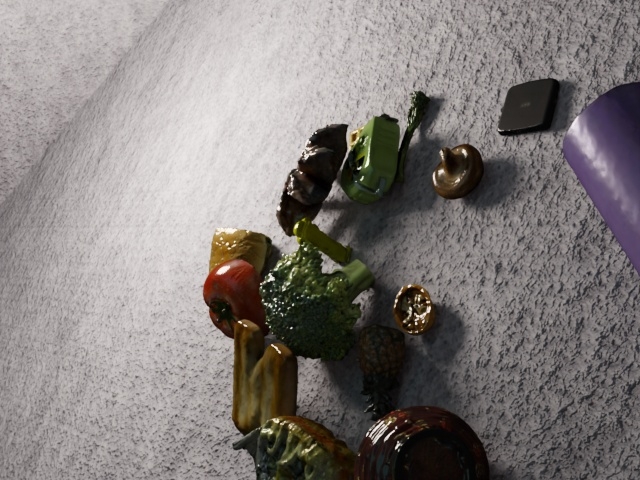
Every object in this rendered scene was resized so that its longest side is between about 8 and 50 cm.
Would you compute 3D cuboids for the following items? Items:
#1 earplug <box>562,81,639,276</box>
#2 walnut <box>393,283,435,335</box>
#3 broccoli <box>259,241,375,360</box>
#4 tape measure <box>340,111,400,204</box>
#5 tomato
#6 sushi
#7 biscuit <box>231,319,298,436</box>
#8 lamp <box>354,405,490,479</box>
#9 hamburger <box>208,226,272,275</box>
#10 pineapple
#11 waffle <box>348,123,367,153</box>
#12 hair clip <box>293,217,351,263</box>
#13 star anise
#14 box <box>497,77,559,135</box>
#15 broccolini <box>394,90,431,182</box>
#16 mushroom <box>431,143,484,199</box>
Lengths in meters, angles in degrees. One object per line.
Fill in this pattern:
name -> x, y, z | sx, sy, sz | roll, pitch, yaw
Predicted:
earplug -> 0.569, -0.032, 1.299 | 0.215, 0.215, 0.456 | -37, 47, 27
walnut -> 0.204, 0.150, 1.703 | 0.091, 0.052, 0.121 | -36, 46, 25
broccoli -> -0.017, 0.134, 1.811 | 0.260, 0.235, 0.288 | -54, 52, 10
tape measure -> 0.122, -0.174, 1.952 | 0.175, 0.106, 0.200 | -39, 41, 54
tomato -> -0.215, 0.161, 2.051 | 0.225, 0.085, 0.225 | 17, 117, 36
sushi -> -0.043, 0.468, 1.684 | 0.274, 0.139, 0.184 | 32, 99, 41
biscuit -> -0.128, 0.343, 1.851 | 0.237, 0.062, 0.291 | 25, 119, 52
lamp -> 0.177, 0.410, 1.440 | 0.247, 0.247, 0.247 | -27, 49, 35
hamburger -> -0.221, 0.069, 2.163 | 0.155, 0.135, 0.208 | 8, 75, 51
pineapple -> 0.124, 0.274, 1.688 | 0.108, 0.108, 0.198 | -9, 74, 45
waffle -> 0.120, -0.208, 2.047 | 0.125, 0.032, 0.191 | -21, 55, 35
hair clip -> 0.000, 0.000, 1.926 | 0.046, 0.173, 0.072 | -12, 60, 43
star anise -> -0.023, -0.153, 2.011 | 0.332, 0.117, 0.332 | 24, -90, -89
box -> 0.442, -0.283, 1.737 | 0.126, 0.027, 0.125 | -2, 63, 49
broccolini -> 0.215, -0.250, 1.956 | 0.051, 0.054, 0.239 | 106, 179, -75
mushroom -> 0.296, -0.148, 1.766 | 0.126, 0.085, 0.109 | -44, 76, 17
